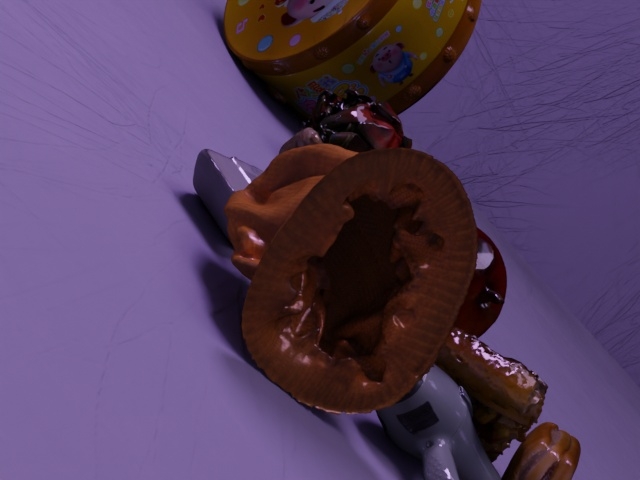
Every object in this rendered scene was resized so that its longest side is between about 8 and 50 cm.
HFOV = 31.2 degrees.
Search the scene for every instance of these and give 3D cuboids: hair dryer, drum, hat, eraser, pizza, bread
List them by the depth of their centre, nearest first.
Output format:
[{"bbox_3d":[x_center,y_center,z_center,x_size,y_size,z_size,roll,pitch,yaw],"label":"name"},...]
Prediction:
[{"bbox_3d":[0.000,0.000,1.090,0.244,0.233,0.233,63,-9,-32],"label":"hat"},{"bbox_3d":[0.140,0.256,1.129,0.229,0.092,0.267,42,27,-55],"label":"hair dryer"},{"bbox_3d":[-0.044,-0.021,1.288,0.089,0.061,0.352,54,14,22],"label":"eraser"},{"bbox_3d":[0.129,0.155,1.292,0.251,0.074,0.288,35,-18,17],"label":"pizza"},{"bbox_3d":[0.252,0.278,1.324,0.077,0.116,0.200,32,7,13],"label":"bread"},{"bbox_3d":[0.052,-0.413,1.976,0.214,0.431,0.431,38,16,-40],"label":"drum"}]

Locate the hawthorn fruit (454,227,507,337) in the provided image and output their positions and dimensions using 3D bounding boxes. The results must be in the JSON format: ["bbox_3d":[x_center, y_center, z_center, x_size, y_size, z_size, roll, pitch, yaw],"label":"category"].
[{"bbox_3d":[0.147,0.053,1.393,0.202,0.185,0.185,8,-27,51],"label":"hawthorn fruit"}]

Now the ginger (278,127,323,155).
[{"bbox_3d":[0.016,-0.041,1.478,0.137,0.074,0.213,92,-26,-64],"label":"ginger"}]

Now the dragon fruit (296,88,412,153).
[{"bbox_3d":[0.050,-0.135,1.717,0.182,0.182,0.188,49,7,1],"label":"dragon fruit"}]
